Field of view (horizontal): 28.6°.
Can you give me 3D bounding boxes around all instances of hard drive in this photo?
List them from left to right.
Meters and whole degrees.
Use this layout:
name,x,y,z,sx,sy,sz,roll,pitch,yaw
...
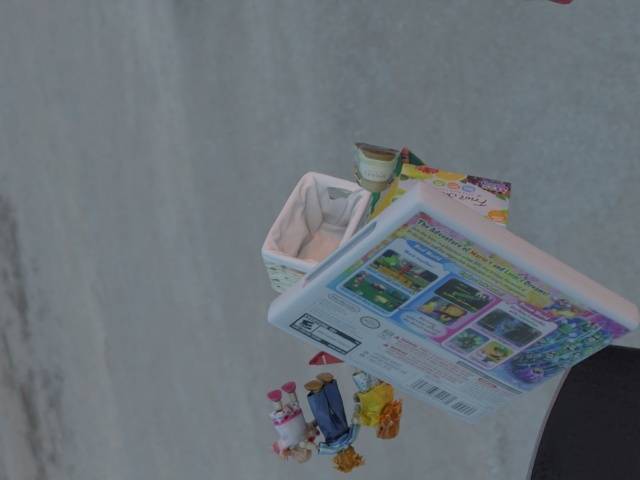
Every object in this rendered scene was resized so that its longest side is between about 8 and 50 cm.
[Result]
name,x,y,z,sx,sy,sz,roll,pitch,yaw
hard drive,0.314,0.218,1.348,0.172,0.254,0.054,7,140,30

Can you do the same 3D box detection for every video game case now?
name,x,y,z,sx,sy,sz,roll,pitch,yaw
video game case,0.073,0.042,0.711,0.143,0.157,0.019,-40,30,42

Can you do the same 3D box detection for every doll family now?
name,x,y,z,sx,sy,sz,roll,pitch,yaw
doll family,0.044,0.284,2.042,0.118,0.263,0.163,12,126,58

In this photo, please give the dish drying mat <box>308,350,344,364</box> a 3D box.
name,x,y,z,sx,sy,sz,roll,pitch,yaw
dish drying mat,0.025,0.138,1.513,0.032,0.083,0.008,-48,58,35

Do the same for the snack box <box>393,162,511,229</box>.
name,x,y,z,sx,sy,sz,roll,pitch,yaw
snack box,0.164,-0.046,1.575,0.100,0.141,0.037,-74,-8,-53

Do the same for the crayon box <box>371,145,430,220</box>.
name,x,y,z,sx,sy,sz,roll,pitch,yaw
crayon box,0.188,0.011,2.234,0.318,0.081,0.202,45,121,21

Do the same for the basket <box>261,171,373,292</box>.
name,x,y,z,sx,sy,sz,roll,pitch,yaw
basket,0.000,0.000,1.834,0.113,0.167,0.103,16,145,18

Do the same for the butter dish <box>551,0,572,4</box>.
name,x,y,z,sx,sy,sz,roll,pitch,yaw
butter dish,0.220,-0.345,1.464,0.160,0.118,0.160,27,139,22

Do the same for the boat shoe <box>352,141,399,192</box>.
name,x,y,z,sx,sy,sz,roll,pitch,yaw
boat shoe,0.053,-0.073,1.269,0.135,0.050,0.045,-47,-33,-81
